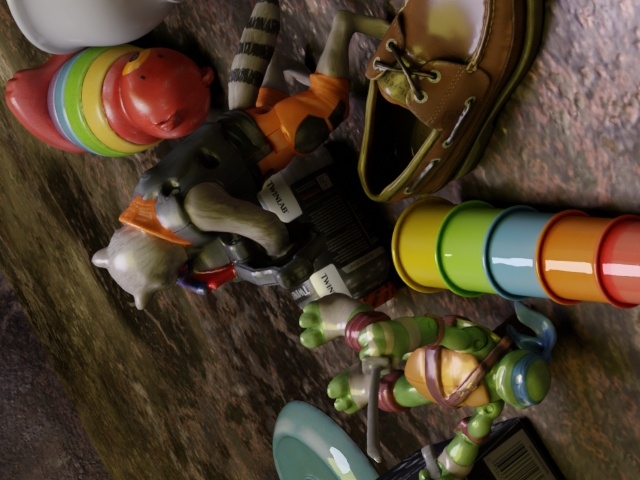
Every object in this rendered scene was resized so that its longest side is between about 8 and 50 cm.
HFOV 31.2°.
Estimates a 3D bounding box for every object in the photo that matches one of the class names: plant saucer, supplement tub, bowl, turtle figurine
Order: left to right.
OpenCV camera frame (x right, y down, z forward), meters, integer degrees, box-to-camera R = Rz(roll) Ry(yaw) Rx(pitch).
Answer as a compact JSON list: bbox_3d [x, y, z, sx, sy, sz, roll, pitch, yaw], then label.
[{"bbox_3d":[-0.195,-0.326,1.176,0.134,0.298,0.298,14,137,14],"label":"bowl"},{"bbox_3d":[0.000,0.000,1.269,0.190,0.117,0.117,60,154,2],"label":"supplement tub"},{"bbox_3d":[0.019,0.388,1.714,0.317,0.044,0.317,42,149,33],"label":"plant saucer"},{"bbox_3d":[0.070,0.155,1.090,0.198,0.275,0.266,31,169,-33],"label":"turtle figurine"}]

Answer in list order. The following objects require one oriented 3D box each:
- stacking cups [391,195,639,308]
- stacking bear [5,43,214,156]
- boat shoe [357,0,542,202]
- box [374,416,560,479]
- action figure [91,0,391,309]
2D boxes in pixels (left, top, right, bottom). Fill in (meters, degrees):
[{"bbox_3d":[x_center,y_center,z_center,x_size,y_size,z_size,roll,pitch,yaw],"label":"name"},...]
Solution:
[{"bbox_3d":[0.195,0.016,0.978,0.316,0.096,0.096,7,123,55],"label":"stacking cups"},{"bbox_3d":[-0.254,-0.190,1.505,0.289,0.175,0.164,7,138,49],"label":"stacking bear"},{"bbox_3d":[0.099,-0.139,0.960,0.111,0.104,0.307,46,150,29],"label":"boat shoe"},{"bbox_3d":[0.155,0.319,1.278,0.165,0.143,0.270,58,154,4],"label":"box"},{"bbox_3d":[-0.107,-0.080,1.128,0.178,0.330,0.341,48,156,-28],"label":"action figure"}]
